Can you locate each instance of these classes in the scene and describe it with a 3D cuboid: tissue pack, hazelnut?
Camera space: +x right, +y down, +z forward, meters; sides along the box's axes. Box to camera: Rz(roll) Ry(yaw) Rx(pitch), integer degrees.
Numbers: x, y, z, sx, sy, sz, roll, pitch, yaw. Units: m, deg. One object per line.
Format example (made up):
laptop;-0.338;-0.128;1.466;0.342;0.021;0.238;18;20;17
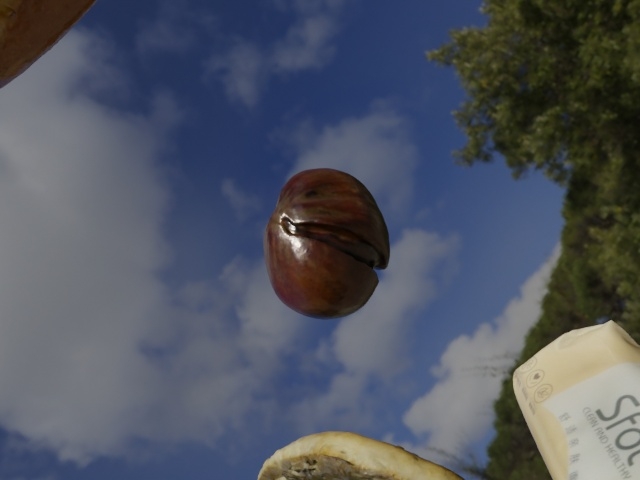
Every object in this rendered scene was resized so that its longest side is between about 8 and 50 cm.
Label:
tissue pack;0.199;0.165;0.496;0.090;0.222;0.186;-32;-71;10
hazelnut;0.000;0.000;1.206;0.178;0.177;0.204;51;-129;-60

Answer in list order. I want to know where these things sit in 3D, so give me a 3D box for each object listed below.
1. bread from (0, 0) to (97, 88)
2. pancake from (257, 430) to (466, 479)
bread;-0.270;-0.260;0.806;0.156;0.204;0.288;42;-97;-29
pancake;0.084;0.368;1.067;0.082;0.386;0.387;-49;-26;-43
